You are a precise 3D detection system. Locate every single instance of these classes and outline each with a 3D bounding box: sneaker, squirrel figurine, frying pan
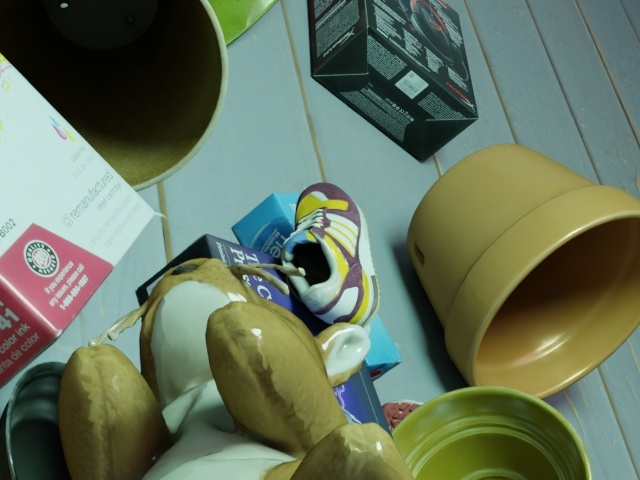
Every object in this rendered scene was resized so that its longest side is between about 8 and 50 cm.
[{"bbox_3d":[0.000,0.000,1.359,0.084,0.069,0.185,34,24,-38],"label":"sneaker"},{"bbox_3d":[0.145,0.230,1.519,0.225,0.088,0.093,33,5,-23],"label":"sneaker"},{"bbox_3d":[-0.034,0.205,1.008,0.397,0.281,0.370,57,9,-25],"label":"squirrel figurine"},{"bbox_3d":[-0.142,0.204,1.120,0.326,0.053,0.197,34,33,-56],"label":"frying pan"}]

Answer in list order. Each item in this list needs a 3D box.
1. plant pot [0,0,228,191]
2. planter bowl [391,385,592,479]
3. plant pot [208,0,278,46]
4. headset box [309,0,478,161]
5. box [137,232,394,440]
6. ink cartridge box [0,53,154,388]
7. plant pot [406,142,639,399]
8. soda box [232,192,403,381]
[{"bbox_3d":[-0.210,-0.199,1.357,0.237,0.237,0.254,40,15,-22],"label":"plant pot"},{"bbox_3d":[0.159,0.257,1.406,0.090,0.217,0.217,62,9,-54],"label":"planter bowl"},{"bbox_3d":[-0.162,-0.453,1.622,0.353,0.366,0.366,41,27,5],"label":"plant pot"},{"bbox_3d":[0.096,-0.283,2.017,0.218,0.110,0.293,35,31,-29],"label":"headset box"},{"bbox_3d":[-0.039,0.142,1.306,0.184,0.103,0.261,23,38,-48],"label":"box"},{"bbox_3d":[-0.301,-0.050,1.106,0.306,0.131,0.226,47,27,-11],"label":"ink cartridge box"},{"bbox_3d":[0.237,0.021,1.711,0.291,0.291,0.203,15,28,-49],"label":"plant pot"},{"bbox_3d":[-0.004,0.054,1.501,0.071,0.067,0.210,0,56,-57],"label":"soda box"}]
